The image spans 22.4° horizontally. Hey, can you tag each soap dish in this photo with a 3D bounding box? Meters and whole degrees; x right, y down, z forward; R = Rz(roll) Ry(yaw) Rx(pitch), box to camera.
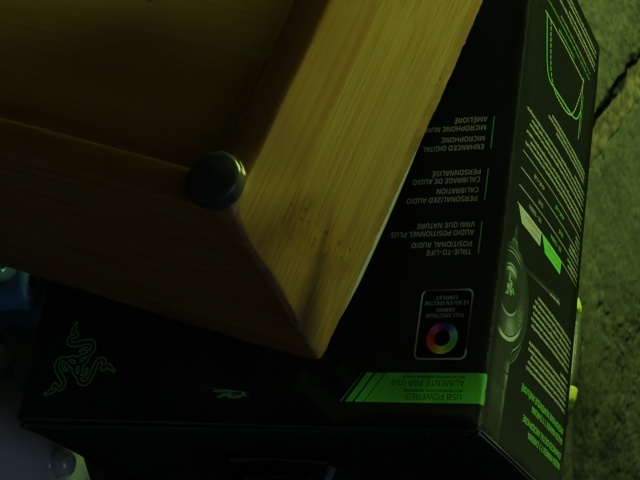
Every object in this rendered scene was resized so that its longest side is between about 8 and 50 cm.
[{"bbox_3d":[-0.090,-0.093,0.744,0.229,0.291,0.118,-66,155,-19],"label":"soap dish"}]

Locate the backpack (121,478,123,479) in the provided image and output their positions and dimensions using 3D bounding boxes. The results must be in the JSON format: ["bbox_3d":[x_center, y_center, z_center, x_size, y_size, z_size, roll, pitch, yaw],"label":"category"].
[{"bbox_3d":[-0.019,0.090,0.966,0.158,0.117,0.173,26,72,-46],"label":"backpack"}]

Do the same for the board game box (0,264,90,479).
[{"bbox_3d":[-0.190,0.222,0.754,0.390,0.050,0.390,-45,126,-57],"label":"board game box"}]

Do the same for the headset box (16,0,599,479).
[{"bbox_3d":[0.000,0.000,0.829,0.131,0.246,0.283,45,50,-57],"label":"headset box"}]

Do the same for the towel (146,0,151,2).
[{"bbox_3d":[-0.182,-0.224,0.643,0.034,0.285,0.209,-67,169,-73],"label":"towel"}]

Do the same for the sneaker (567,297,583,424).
[{"bbox_3d":[0.078,0.182,1.054,0.147,0.145,0.384,21,68,-54],"label":"sneaker"}]
